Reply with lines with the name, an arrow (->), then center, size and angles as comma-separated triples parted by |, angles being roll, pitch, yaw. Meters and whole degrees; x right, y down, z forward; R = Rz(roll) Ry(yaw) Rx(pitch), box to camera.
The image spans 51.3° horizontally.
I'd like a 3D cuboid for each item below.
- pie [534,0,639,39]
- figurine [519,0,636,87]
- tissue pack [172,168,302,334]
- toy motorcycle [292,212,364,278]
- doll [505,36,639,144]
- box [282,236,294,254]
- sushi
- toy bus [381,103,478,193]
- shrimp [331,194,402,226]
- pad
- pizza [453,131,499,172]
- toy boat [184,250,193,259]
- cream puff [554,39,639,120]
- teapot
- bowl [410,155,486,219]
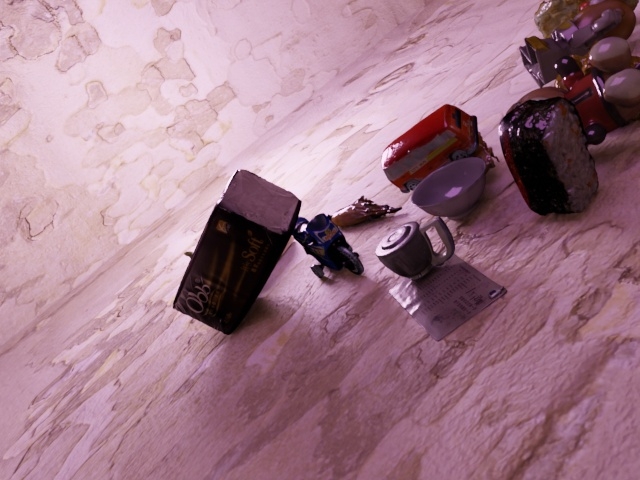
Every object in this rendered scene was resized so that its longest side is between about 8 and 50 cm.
pie -> 0.749, -0.648, 1.889 | 0.275, 0.105, 0.257 | -9, -11, 42
figurine -> 0.694, -0.535, 1.775 | 0.285, 0.167, 0.342 | -24, 21, 13
tissue pack -> -0.210, 0.036, 1.666 | 0.369, 0.198, 0.210 | -60, 11, 33
toy motorcycle -> 0.000, 0.000, 1.644 | 0.113, 0.168, 0.315 | -42, 22, -14
doll -> 0.527, -0.265, 1.382 | 0.330, 0.174, 0.234 | -34, 56, 41
box -> -0.210, 0.031, 1.991 | 0.212, 0.095, 0.168 | -13, 32, 44
sushi -> 0.437, -0.158, 1.263 | 0.136, 0.225, 0.126 | -42, 20, -32
toy bus -> 0.260, -0.225, 1.651 | 0.265, 0.120, 0.121 | -33, 40, 43
shrimp -> 0.121, -0.095, 1.814 | 0.262, 0.066, 0.117 | -11, 31, 42
pad -> 0.239, 0.098, 1.309 | 0.160, 0.009, 0.265 | -36, 21, -2
pizza -> 0.364, -0.201, 1.662 | 0.226, 0.069, 0.147 | -14, 48, 52
toy boat -> -0.302, 0.004, 1.932 | 0.109, 0.099, 0.293 | -26, 18, 28
cream puff -> 0.630, -0.352, 1.474 | 0.221, 0.194, 0.194 | -12, 31, 38
teapot -> 0.200, 0.018, 1.391 | 0.149, 0.108, 0.111 | -40, 17, 0
bowl -> 0.311, -0.105, 1.531 | 0.189, 0.086, 0.189 | -29, 24, 14
